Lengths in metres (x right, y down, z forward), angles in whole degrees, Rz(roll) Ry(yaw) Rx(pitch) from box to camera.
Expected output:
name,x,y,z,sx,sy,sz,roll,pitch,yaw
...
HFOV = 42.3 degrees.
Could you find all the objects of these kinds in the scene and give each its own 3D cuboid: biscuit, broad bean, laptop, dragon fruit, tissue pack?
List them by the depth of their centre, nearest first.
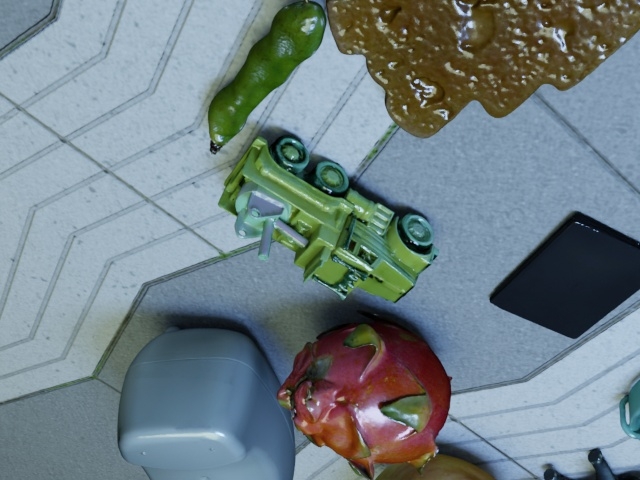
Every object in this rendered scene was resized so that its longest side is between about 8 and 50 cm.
name,x,y,z,sx,sy,sz,roll,pitch,yaw
biscuit,0.153,-0.210,0.773,0.301,0.043,0.278,6,135,18
broad bean,-0.065,-0.175,0.880,0.052,0.053,0.256,21,145,-24
laptop,0.315,0.050,1.023,0.135,0.016,0.197,25,140,-8
dragon fruit,0.062,0.210,1.142,0.227,0.224,0.224,27,138,-18
tissue pack,-0.165,0.288,1.298,0.229,0.236,0.333,-5,134,12

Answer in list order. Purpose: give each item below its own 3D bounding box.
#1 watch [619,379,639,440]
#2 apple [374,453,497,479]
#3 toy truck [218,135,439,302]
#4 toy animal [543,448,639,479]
name,x,y,z,sx,sy,sz,roll,pitch,yaw
watch,0.527,0.227,1.102,0.237,0.068,0.195,2,139,12
apple,0.194,0.489,1.343,0.233,0.286,0.286,10,142,-20
toy truck,0.003,-0.001,0.989,0.259,0.135,0.128,28,138,-15
toy animal,0.461,0.394,1.293,0.269,0.082,0.137,-27,125,35
